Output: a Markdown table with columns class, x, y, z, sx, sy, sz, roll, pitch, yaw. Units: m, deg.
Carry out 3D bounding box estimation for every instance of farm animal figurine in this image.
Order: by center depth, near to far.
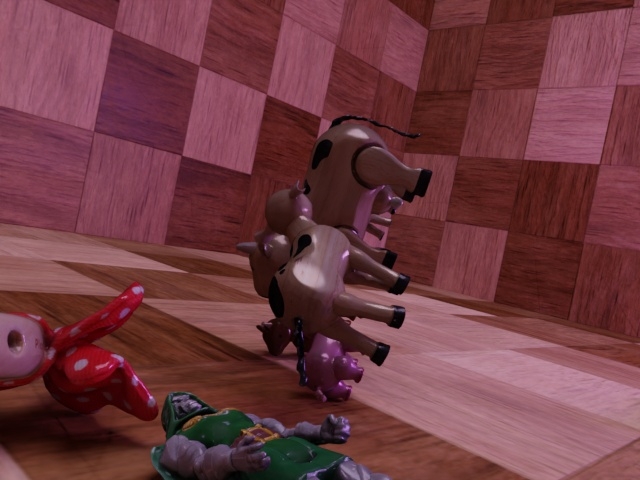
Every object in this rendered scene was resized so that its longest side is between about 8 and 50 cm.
| class | x | y | z | sx | sy | sz | roll | pitch | yaw |
| --- | --- | --- | --- | --- | --- | --- | --- | --- | --- |
| farm animal figurine | 0.000 | 0.000 | 0.629 | 0.172 | 0.326 | 0.330 | 23 | -17 | -2 |

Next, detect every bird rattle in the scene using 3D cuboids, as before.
| class | x | y | z | sx | sy | sz | roll | pitch | yaw |
| --- | --- | --- | --- | --- | --- | --- | --- | --- | --- |
| bird rattle | -0.221 | 0.057 | 0.316 | 0.207 | 0.143 | 0.253 | -5 | -4 | 6 |

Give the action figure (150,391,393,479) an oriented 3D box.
| class | x | y | z | sx | sy | sz | roll | pitch | yaw |
| --- | --- | --- | --- | --- | --- | --- | --- | --- | --- |
| action figure | -0.016 | 0.129 | 0.304 | 0.232 | 0.063 | 0.137 | 8 | 1 | 39 |
